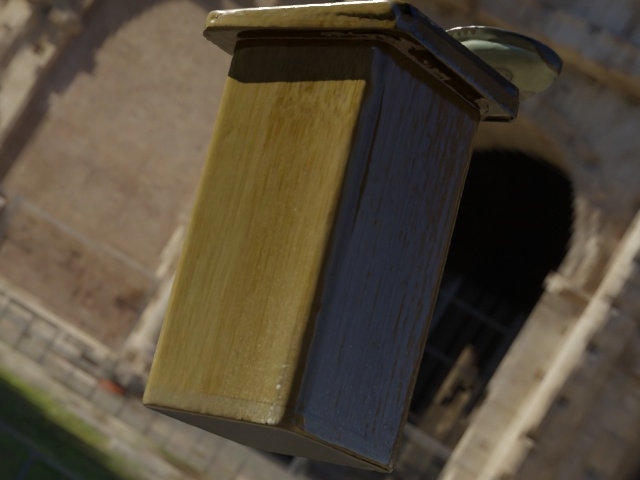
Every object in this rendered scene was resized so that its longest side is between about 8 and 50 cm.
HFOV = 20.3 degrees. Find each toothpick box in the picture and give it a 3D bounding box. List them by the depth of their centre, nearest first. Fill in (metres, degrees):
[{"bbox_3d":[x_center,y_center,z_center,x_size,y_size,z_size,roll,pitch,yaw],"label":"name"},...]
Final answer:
[{"bbox_3d":[0.000,0.000,1.327,0.190,0.308,0.187,5,-15,35],"label":"toothpick box"}]

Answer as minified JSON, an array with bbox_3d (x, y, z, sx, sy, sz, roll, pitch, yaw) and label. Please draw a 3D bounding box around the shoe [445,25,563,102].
[{"bbox_3d":[0.135,-0.155,1.914,0.275,0.098,0.103,-13,-26,41],"label":"shoe"}]
